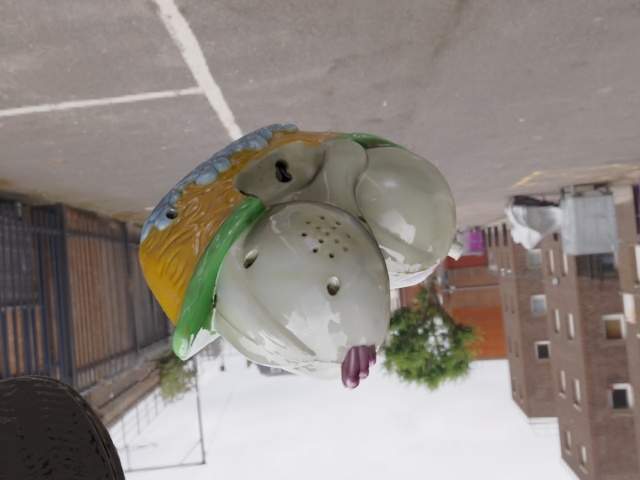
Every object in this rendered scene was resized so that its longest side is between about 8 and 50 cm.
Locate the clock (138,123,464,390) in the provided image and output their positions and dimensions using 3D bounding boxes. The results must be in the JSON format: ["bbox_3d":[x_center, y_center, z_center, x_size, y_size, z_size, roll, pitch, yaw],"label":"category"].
[{"bbox_3d":[0.000,0.000,0.379,0.144,0.103,0.231,30,-135,17],"label":"clock"}]

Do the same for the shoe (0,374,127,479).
[{"bbox_3d":[-0.258,0.336,0.625,0.171,0.384,0.237,-17,149,-28],"label":"shoe"}]
